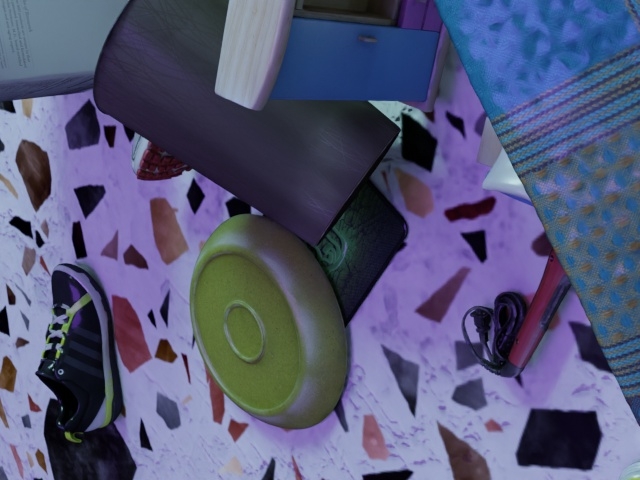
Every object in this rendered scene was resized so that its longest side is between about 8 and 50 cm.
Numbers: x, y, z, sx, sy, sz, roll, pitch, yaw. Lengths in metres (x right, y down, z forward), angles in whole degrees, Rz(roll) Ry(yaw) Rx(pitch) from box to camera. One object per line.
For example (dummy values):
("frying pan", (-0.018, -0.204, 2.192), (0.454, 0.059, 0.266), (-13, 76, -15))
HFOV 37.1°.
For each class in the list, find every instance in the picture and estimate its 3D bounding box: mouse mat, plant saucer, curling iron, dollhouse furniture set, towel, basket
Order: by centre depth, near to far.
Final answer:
("towel", (0.234, -0.077, 0.514), (0.271, 0.040, 0.370), (-24, 95, 26))
("dollhouse furniture set", (0.119, -0.165, 0.616), (0.303, 0.198, 0.286), (28, 115, 39))
("curling iron", (0.182, 0.001, 0.740), (0.068, 0.035, 0.274), (43, 129, 28))
("basket", (-0.058, -0.110, 0.828), (0.227, 0.154, 0.204), (36, 168, 1))
("mouse mat", (0.000, 0.000, 0.947), (0.152, 0.007, 0.190), (50, 132, 23))
("plant saucer", (-0.070, 0.093, 1.016), (0.241, 0.037, 0.241), (17, 114, 43))

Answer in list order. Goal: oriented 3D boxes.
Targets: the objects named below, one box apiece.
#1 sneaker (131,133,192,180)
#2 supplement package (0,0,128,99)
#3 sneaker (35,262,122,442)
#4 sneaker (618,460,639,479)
("sneaker", (-0.150, -0.164, 1.006), (0.092, 0.088, 0.225), (41, 118, 35))
("supplement package", (-0.339, -0.258, 1.030), (0.198, 0.262, 0.199), (-4, 98, 47))
("sneaker", (-0.328, 0.148, 1.255), (0.084, 0.097, 0.235), (-10, 94, 46))
("sneaker", (0.283, 0.243, 0.666), (0.208, 0.094, 0.081), (29, 120, 35))
